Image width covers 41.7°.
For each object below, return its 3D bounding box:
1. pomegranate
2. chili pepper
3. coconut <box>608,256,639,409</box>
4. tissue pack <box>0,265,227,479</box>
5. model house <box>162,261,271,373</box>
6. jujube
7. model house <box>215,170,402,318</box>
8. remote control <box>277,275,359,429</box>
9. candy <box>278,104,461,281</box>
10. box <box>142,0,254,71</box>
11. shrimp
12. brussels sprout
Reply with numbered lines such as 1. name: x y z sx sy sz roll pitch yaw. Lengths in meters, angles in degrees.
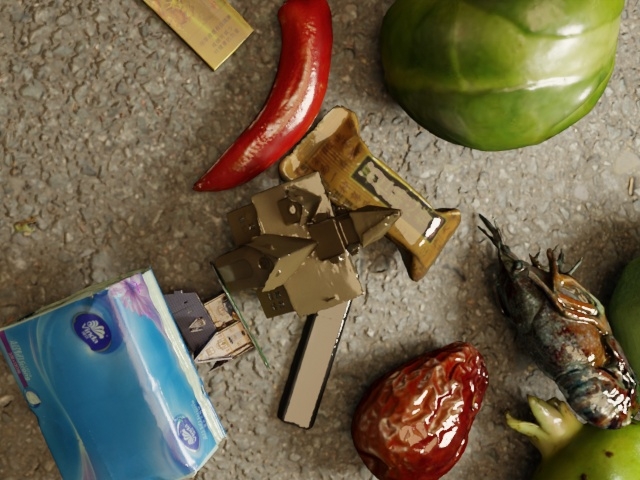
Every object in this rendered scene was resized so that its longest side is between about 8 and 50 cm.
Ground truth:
1. pomegranate: 0.413 0.368 1.254 0.340 0.260 0.260 43 82 12
2. chili pepper: -0.059 -0.224 1.201 0.137 0.092 0.369 20 86 -13
3. coconut: 0.594 0.152 1.252 0.328 0.281 0.329 0 90 22
4. tissue pack: -0.276 0.193 1.110 0.198 0.146 0.263 -21 95 16
5. model house: -0.151 0.123 1.181 0.088 0.117 0.167 -29 101 -6
6. jujube: 0.154 0.251 1.239 0.236 0.168 0.168 -42 100 -24
7. model house: 0.000 0.000 1.114 0.176 0.248 0.181 -22 91 -50
8. remote control: -0.003 0.159 1.259 0.063 0.025 0.245 17 87 -8
9. candy: 0.079 -0.073 1.236 0.271 0.101 0.143 38 90 -4
10. box: -0.180 -0.328 1.206 0.156 0.022 0.089 43 81 -10
11. shrimp: 0.347 0.120 1.274 0.137 0.172 0.372 -12 62 -19
12. brussels sprout: 0.275 -0.295 1.184 0.371 0.314 0.276 -43 123 -14
